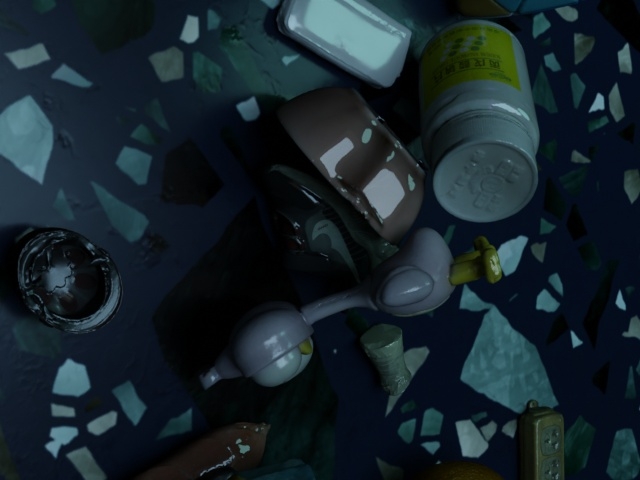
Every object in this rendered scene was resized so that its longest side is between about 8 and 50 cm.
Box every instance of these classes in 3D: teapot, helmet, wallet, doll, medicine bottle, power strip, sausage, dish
[{"bbox_3d":[0.089,0.153,1.418,0.067,0.057,0.083,-52,130,-54],"label":"teapot"},{"bbox_3d":[-0.271,0.037,1.141,0.098,0.070,0.123,-52,127,-14],"label":"helmet"},{"bbox_3d":[0.033,-0.259,1.357,0.190,0.033,0.095,28,79,-33],"label":"wallet"},{"bbox_3d":[0.025,0.079,1.238,0.365,0.160,0.094,-28,93,6],"label":"doll"},{"bbox_3d":[0.191,-0.148,1.338,0.143,0.143,0.258,42,31,-30],"label":"medicine bottle"},{"bbox_3d":[0.325,0.385,1.603,0.064,0.044,0.305,-6,97,-36],"label":"power strip"},{"bbox_3d":[-0.226,0.314,1.188,0.433,0.088,0.088,-27,108,-30],"label":"sausage"},{"bbox_3d":[0.049,-0.102,1.270,0.090,0.213,0.213,-41,119,7],"label":"dish"}]

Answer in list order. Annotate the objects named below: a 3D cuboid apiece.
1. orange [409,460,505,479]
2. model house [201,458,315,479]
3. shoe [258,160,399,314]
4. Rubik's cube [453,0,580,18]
[{"bbox_3d":[0.173,0.384,1.408,0.206,0.206,0.206,-3,95,-35],"label":"orange"},{"bbox_3d":[-0.104,0.399,1.167,0.248,0.230,0.280,-12,124,-11],"label":"model house"},{"bbox_3d":[0.000,0.000,1.320,0.227,0.099,0.112,38,83,-29],"label":"shoe"},{"bbox_3d":[0.248,-0.394,1.404,0.254,0.254,0.254,-3,95,-35],"label":"Rubik's cube"}]
